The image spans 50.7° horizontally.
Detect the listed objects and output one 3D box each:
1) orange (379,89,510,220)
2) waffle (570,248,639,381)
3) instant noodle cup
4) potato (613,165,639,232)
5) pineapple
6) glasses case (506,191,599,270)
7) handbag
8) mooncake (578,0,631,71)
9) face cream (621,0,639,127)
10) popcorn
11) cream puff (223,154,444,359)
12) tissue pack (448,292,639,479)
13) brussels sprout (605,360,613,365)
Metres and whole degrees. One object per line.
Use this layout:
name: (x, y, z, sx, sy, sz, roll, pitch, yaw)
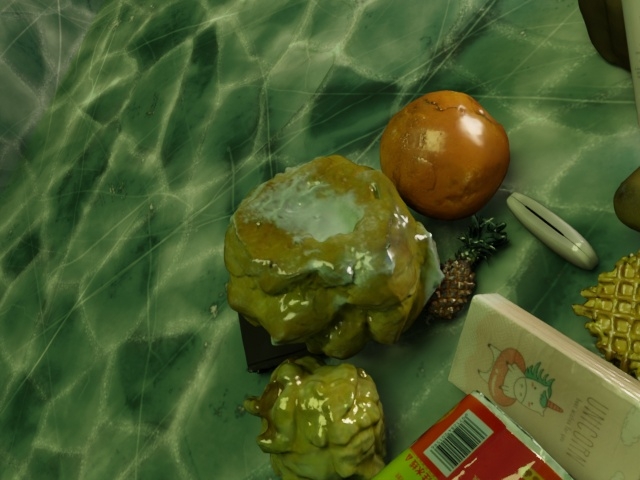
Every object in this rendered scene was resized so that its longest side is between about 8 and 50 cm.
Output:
orange: (0.225, -0.154, 1.230, 0.240, 0.240, 0.240, -18, 54, 27)
waffle: (0.483, 0.109, 0.976, 0.193, 0.070, 0.197, -56, 45, 18)
instant noodle cup: (0.187, 0.392, 0.922, 0.308, 0.294, 0.294, -44, 46, -4)
potato: (0.591, -0.074, 0.940, 0.350, 0.202, 0.218, -4, 51, 42)
pineapple: (0.246, 0.053, 1.187, 0.083, 0.103, 0.221, 34, 84, 10)
glasses case: (0.388, -0.018, 1.140, 0.049, 0.074, 0.193, -48, 46, 6)
handbag: (-0.068, 0.127, 1.359, 0.223, 0.080, 0.247, -21, 71, 29)
mooncake: (0.633, -0.474, 1.158, 0.378, 0.201, 0.379, -17, 55, 26)
face cream: (0.534, -0.237, 1.050, 0.092, 0.312, 0.092, -14, 15, 4)
popcorn: (0.001, 0.311, 1.122, 0.195, 0.255, 0.256, -44, -8, -46)
cream puff: (0.017, 0.051, 1.173, 0.378, 0.276, 0.378, -4, 46, 5)
tissue pack: (0.338, 0.224, 0.982, 0.325, 0.071, 0.170, 36, 122, 44)
brussels sprout: (0.411, 0.210, 0.992, 0.085, 0.058, 0.085, 7, 99, 57)
